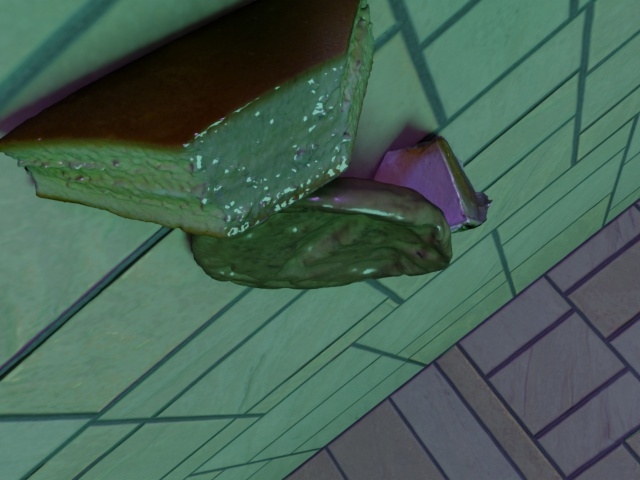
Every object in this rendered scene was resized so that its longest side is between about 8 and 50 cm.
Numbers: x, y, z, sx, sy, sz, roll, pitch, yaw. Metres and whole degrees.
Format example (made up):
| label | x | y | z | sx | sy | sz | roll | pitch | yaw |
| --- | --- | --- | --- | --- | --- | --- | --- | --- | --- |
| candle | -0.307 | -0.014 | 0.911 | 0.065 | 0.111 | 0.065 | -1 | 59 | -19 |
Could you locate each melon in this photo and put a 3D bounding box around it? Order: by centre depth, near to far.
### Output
| label | x | y | z | sx | sy | sz | roll | pitch | yaw |
| --- | --- | --- | --- | --- | --- | --- | --- | --- | --- |
| melon | 0.102 | -0.059 | 0.656 | 0.139 | 0.093 | 0.202 | -16 | -167 | 17 |

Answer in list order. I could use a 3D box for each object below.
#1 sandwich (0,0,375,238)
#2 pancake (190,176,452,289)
| label | x | y | z | sx | sy | sz | roll | pitch | yaw |
| --- | --- | --- | --- | --- | --- | --- | --- | --- | --- |
| sandwich | -0.049 | -0.077 | 0.377 | 0.258 | 0.096 | 0.094 | -33 | 151 | -17 |
| pancake | 0.000 | 0.000 | 0.564 | 0.241 | 0.050 | 0.242 | -1 | 157 | -1 |
